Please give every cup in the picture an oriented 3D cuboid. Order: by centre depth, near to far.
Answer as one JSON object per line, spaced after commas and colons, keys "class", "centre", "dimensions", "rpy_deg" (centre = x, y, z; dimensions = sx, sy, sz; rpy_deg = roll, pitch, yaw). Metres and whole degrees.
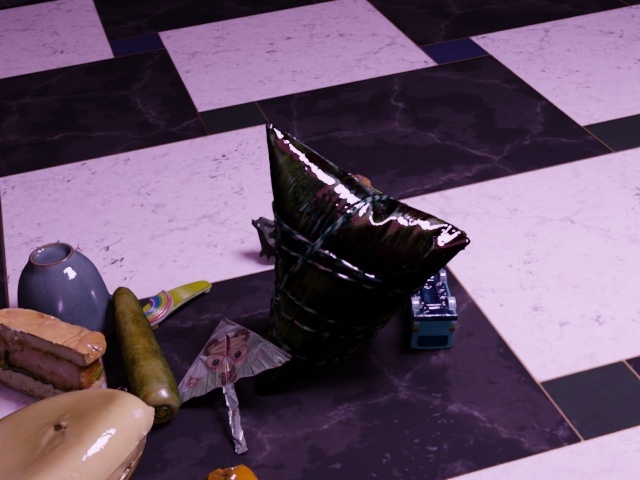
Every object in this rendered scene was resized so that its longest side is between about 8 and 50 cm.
{"class": "cup", "centre": [-0.463, 0.086, 1.928], "dimensions": [0.199, 0.150, 0.199], "rpy_deg": [-5, 30, 3]}

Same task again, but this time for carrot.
{"class": "carrot", "centre": [-0.302, 0.174, 1.809], "dimensions": [0.074, 0.074, 0.358], "rpy_deg": [-14, 35, -13]}

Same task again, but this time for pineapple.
{"class": "pineapple", "centre": [-0.011, -0.042, 2.100], "dimensions": [0.248, 0.128, 0.128], "rpy_deg": [-21, 34, -16]}

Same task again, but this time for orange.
{"class": "orange", "centre": [-0.127, 0.349, 1.516], "dimensions": [0.086, 0.062, 0.086], "rpy_deg": [-4, 34, 2]}

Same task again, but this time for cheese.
{"class": "cheese", "centre": [-0.379, 0.311, 1.559], "dimensions": [0.316, 0.128, 0.259], "rpy_deg": [-27, 35, -34]}

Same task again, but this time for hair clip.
{"class": "hair clip", "centre": [-0.271, 0.114, 1.961], "dimensions": [0.060, 0.033, 0.188], "rpy_deg": [22, 41, 38]}

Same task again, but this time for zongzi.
{"class": "zongzi", "centre": [0.000, 0.000, 1.738], "dimensions": [0.362, 0.383, 0.319], "rpy_deg": [42, 42, 6]}

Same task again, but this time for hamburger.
{"class": "hamburger", "centre": [-0.458, 0.190, 1.797], "dimensions": [0.262, 0.124, 0.131], "rpy_deg": [16, 22, 24]}

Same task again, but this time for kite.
{"class": "kite", "centre": [-0.144, 0.225, 1.700], "dimensions": [0.229, 0.012, 0.250], "rpy_deg": [-26, 48, 17]}

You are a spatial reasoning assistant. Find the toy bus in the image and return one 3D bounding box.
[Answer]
{"class": "toy bus", "centre": [0.178, 0.106, 1.840], "dimensions": [0.079, 0.091, 0.160], "rpy_deg": [-1, 35, -6]}
